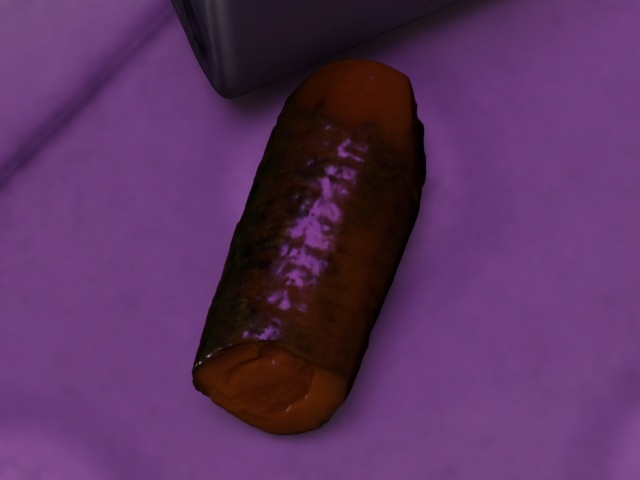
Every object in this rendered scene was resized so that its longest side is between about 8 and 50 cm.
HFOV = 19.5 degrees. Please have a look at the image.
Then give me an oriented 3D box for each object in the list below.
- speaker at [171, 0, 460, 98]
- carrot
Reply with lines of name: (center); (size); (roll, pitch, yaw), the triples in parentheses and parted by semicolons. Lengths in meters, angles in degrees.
speaker: (-0.039, -0.288, 0.941); (0.184, 0.183, 0.406); (-20, 66, -8)
carrot: (0.000, 0.000, 0.868); (0.082, 0.082, 0.173); (12, 68, 11)
